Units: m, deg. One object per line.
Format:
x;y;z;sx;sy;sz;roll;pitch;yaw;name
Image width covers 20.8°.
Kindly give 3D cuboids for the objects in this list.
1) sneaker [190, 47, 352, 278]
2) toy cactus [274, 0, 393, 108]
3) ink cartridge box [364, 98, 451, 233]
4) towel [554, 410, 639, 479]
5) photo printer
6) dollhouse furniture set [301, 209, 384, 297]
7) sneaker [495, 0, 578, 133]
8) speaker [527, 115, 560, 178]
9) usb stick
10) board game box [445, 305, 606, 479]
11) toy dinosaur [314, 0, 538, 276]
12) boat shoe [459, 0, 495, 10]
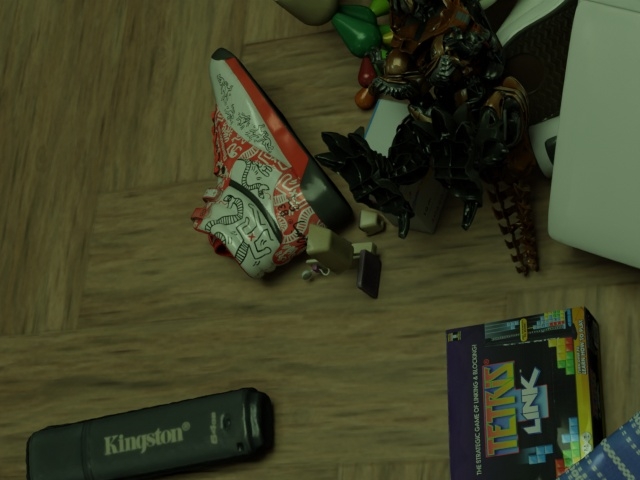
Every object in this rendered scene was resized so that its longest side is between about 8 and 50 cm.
-0.091;-0.080;1.849;0.145;0.090;0.270;-38;57;4;sneaker
0.016;-0.231;1.822;0.112;0.180;0.219;-45;47;26;toy cactus
0.086;-0.072;1.733;0.052;0.122;0.088;13;74;28;ink cartridge box
0.324;0.244;1.423;0.336;0.040;0.243;-42;72;17;towel
0.360;-0.077;1.535;0.307;0.107;0.256;20;116;33;photo printer
0.000;0.000;1.749;0.081;0.114;0.091;-6;66;30;dollhouse furniture set
0.245;-0.224;1.759;0.290;0.106;0.123;-49;19;8;sneaker
0.275;-0.109;1.693;0.136;0.055;0.055;-20;59;18;speaker
-0.179;0.207;1.782;0.278;0.045;0.077;-13;60;21;usb stick
0.190;0.155;1.612;0.141;0.048;0.170;-11;62;21;board game box
0.135;-0.116;1.626;0.164;0.322;0.218;-40;4;45;toy dinosaur
0.083;-0.339;1.805;0.127;0.113;0.340;-43;38;7;boat shoe
